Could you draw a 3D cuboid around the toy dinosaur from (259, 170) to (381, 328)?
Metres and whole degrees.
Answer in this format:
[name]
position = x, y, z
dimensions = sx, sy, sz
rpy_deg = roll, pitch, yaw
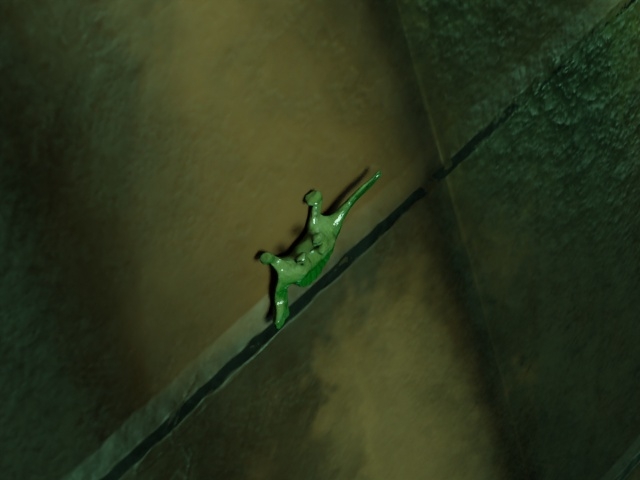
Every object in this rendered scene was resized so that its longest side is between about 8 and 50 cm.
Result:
[toy dinosaur]
position = -0.001, 0.000, 0.932
dimensions = 0.120, 0.029, 0.060
rpy_deg = -52, 156, -20
